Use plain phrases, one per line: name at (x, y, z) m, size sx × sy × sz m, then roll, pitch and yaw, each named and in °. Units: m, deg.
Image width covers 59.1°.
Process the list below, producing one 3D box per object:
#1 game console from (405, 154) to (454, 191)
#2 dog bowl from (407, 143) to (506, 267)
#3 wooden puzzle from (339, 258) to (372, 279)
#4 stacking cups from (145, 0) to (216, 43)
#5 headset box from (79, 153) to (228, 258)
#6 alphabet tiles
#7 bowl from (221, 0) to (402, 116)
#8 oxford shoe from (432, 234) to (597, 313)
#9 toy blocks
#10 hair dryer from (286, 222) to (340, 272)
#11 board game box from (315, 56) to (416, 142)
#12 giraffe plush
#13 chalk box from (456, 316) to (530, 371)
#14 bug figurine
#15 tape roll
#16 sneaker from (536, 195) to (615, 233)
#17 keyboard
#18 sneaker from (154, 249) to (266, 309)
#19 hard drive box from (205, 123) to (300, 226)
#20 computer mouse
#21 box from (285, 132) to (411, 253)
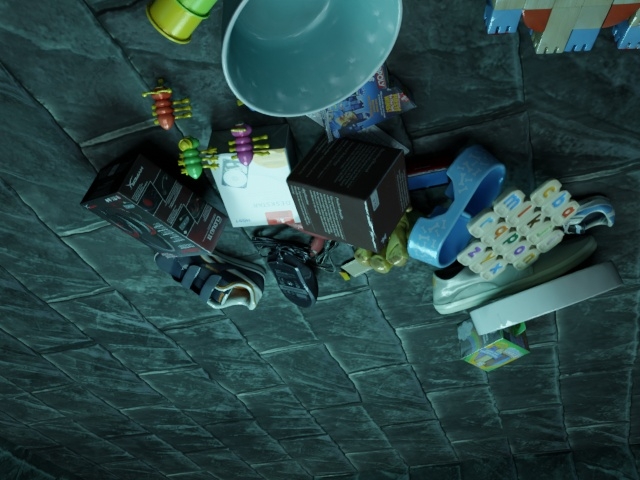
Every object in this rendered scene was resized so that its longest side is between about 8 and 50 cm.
game console at (0.244, -0.142, 1.311) m, size 0.144 × 0.124 × 0.085 m, roll -11°, pitch 111°, yaw 13°
dog bowl at (0.313, -0.069, 1.271) m, size 0.166 × 0.074 × 0.297 m, roll 16°, pitch 107°, yaw -55°
wooden puzzle at (0.103, 0.075, 1.613) m, size 0.116 × 0.014 × 0.078 m, roll -23°, pitch 137°, yaw 26°
stacking cups at (-0.173, -0.471, 0.941) m, size 0.096 × 0.096 × 0.316 m, roll 31°, pitch 130°, yaw -29°
headset box at (-0.382, -0.062, 1.346) m, size 0.218 × 0.110 × 0.293 m, roll -5°, pitch 145°, yaw 46°
alphabet tiles at (0.457, -0.021, 1.311) m, size 0.278 × 0.021 × 0.284 m, roll -43°, pitch 134°, yaw 19°
bowl at (-0.037, -0.377, 0.947) m, size 0.312 × 0.163 × 0.311 m, roll -19°, pitch 150°, yaw -12°
oxford shoe at (0.495, 0.068, 1.504) m, size 0.450 × 0.169 × 0.130 m, roll -23°, pitch 90°, yaw 24°
toy blocks at (0.424, -0.428, 0.930) m, size 0.382 × 0.190 × 0.260 m, roll -2°, pitch 150°, yaw 2°
hair dryer at (0.000, 0.000, 1.480) m, size 0.224 × 0.080 × 0.293 m, roll -26°, pitch 131°, yaw 28°
board game box at (0.089, -0.307, 1.139) m, size 0.194 × 0.060 × 0.194 m, roll -9°, pitch 132°, yaw 7°
giraffe plush at (0.201, -0.022, 1.401) m, size 0.171 × 0.210 × 0.181 m, roll 8°, pitch -172°, yaw -43°
chalk box at (0.553, 0.295, 1.757) m, size 0.132 × 0.132 × 0.213 m, roll 29°, pitch 133°, yaw -27°
bug figurine at (-0.222, -0.245, 1.158) m, size 0.279 × 0.072 × 0.216 m, roll -10°, pitch 99°, yaw 12°
tape roll at (0.588, 0.155, 1.493) m, size 0.392 × 0.071 × 0.392 m, roll -18°, pitch 167°, yaw -4°
sneaker at (0.601, -0.050, 1.400) m, size 0.237 × 0.086 × 0.085 m, roll -13°, pitch 138°, yaw 18°
keyboard at (0.083, -0.241, 1.252) m, size 0.256 × 0.014 × 0.072 m, roll 29°, pitch 132°, yaw -28°
sneaker at (-0.311, 0.103, 1.576) m, size 0.321 × 0.127 × 0.126 m, roll 15°, pitch 138°, yaw -13°
hard drive box at (-0.142, -0.146, 1.313) m, size 0.181 × 0.089 × 0.232 m, roll -5°, pitch 138°, yaw 8°
computer mouse at (-0.068, 0.080, 1.569) m, size 0.189 × 0.072 × 0.272 m, roll 12°, pitch 141°, yaw 29°
box at (0.065, -0.106, 1.234) m, size 0.203 × 0.167 × 0.168 m, roll 18°, pitch 146°, yaw 28°
